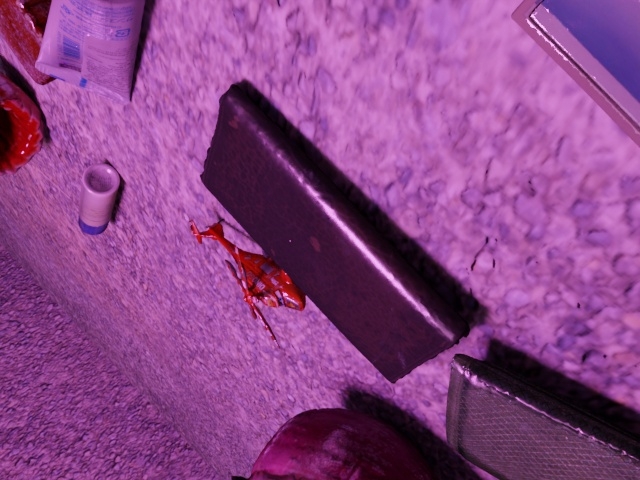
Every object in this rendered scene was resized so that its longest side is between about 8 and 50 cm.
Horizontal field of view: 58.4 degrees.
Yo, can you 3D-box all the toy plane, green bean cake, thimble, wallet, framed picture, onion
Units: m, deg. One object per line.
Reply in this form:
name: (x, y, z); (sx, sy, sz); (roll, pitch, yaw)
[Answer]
toy plane: (-0.087, 0.035, 0.713); (0.194, 0.077, 0.126); (23, 139, 51)
green bean cake: (-0.368, -0.278, 0.736); (0.136, 0.056, 0.135); (2, 129, 52)
thimble: (-0.593, -0.209, 1.015); (0.125, 0.163, 0.189); (42, 150, 15)
wallet: (0.221, 0.193, 0.494); (0.236, 0.055, 0.160); (23, 146, 30)
wallet: (0.000, 0.000, 0.580); (0.321, 0.044, 0.170); (47, 150, 10)
framed picture: (0.174, -0.091, 0.266); (0.149, 0.011, 0.109); (47, 151, 3)
onion: (0.086, 0.323, 0.745); (0.349, 0.159, 0.267); (5, 141, 28)

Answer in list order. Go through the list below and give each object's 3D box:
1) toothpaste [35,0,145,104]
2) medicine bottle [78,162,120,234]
toothpaste: (-0.233, -0.227, 0.595); (0.114, 0.073, 0.299); (18, 160, -23)
medicine bottle: (-0.400, -0.067, 1.026); (0.059, 0.059, 0.231); (51, 151, -3)
